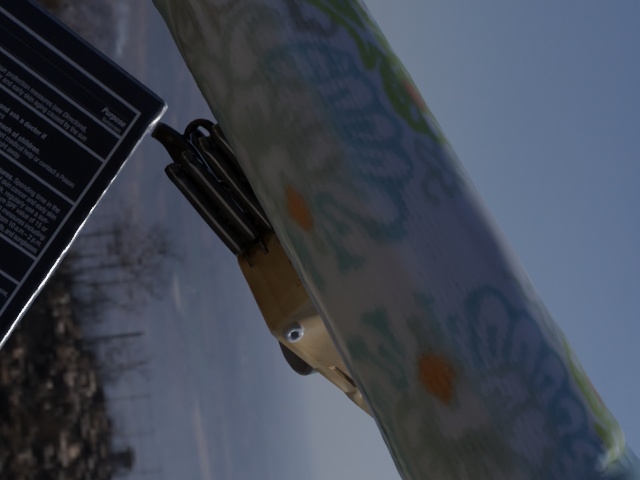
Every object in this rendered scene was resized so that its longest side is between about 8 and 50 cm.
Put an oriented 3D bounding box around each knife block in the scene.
[{"bbox_3d":[0.000,0.000,0.991,0.275,0.088,0.242,42,13,-39],"label":"knife block"}]

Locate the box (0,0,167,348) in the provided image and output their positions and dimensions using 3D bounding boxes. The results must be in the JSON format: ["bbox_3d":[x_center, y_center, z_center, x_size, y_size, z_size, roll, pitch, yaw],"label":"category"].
[{"bbox_3d":[-0.348,-0.086,1.173,0.294,0.296,0.183,-56,-157,-10],"label":"box"}]

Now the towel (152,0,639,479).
[{"bbox_3d":[0.038,0.001,0.661,0.320,0.090,0.374,59,4,9],"label":"towel"}]

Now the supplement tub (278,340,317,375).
[{"bbox_3d":[0.062,0.057,1.152,0.106,0.198,0.106,37,-47,53],"label":"supplement tub"}]
